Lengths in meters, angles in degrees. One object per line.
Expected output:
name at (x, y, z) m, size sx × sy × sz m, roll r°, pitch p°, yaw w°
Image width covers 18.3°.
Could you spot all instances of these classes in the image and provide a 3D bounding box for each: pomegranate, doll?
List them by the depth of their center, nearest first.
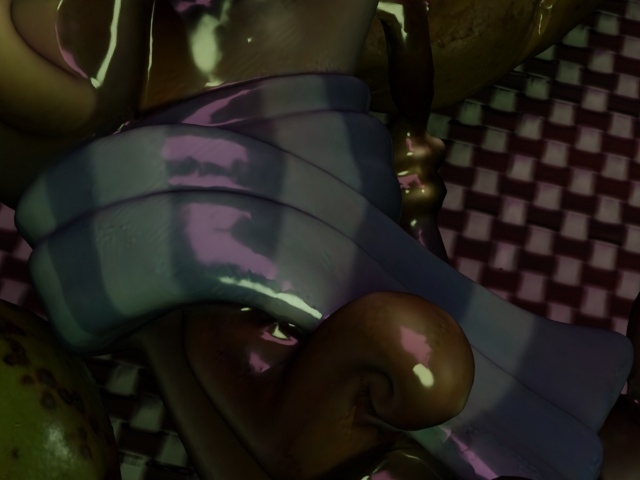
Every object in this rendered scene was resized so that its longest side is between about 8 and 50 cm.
doll at (0.004, -0.002, 0.733) m, size 0.209 × 0.318 × 0.340 m, roll -34°, pitch 83°, yaw -3°
pomegranate at (-0.168, 0.095, 0.754) m, size 0.205 × 0.159 × 0.159 m, roll -2°, pitch 43°, yaw 24°

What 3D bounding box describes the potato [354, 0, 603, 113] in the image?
potato at (0.071, -0.182, 1.041) m, size 0.195 × 0.176 × 0.369 m, roll -6°, pitch 20°, yaw 46°
